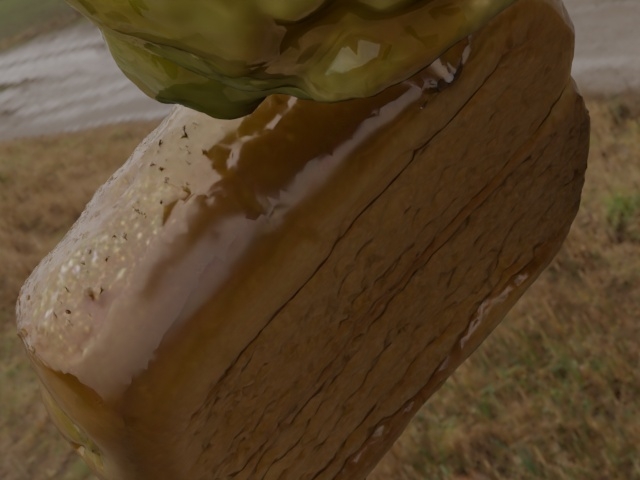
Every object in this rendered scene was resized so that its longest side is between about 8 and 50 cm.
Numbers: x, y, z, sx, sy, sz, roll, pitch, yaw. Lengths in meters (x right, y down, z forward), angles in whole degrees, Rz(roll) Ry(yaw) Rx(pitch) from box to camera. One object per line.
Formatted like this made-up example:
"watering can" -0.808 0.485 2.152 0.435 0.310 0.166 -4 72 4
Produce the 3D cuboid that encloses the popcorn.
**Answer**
"popcorn" 0.009 -0.131 0.381 0.233 0.192 0.266 -57 0 -37

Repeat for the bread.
"bread" -0.006 -0.005 0.666 0.148 0.328 0.337 37 83 25
